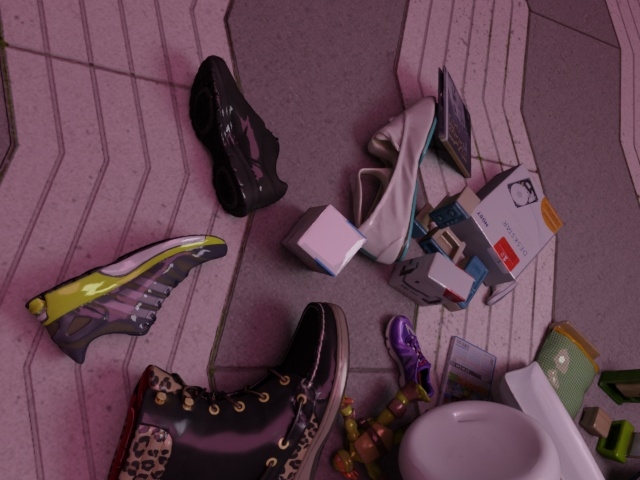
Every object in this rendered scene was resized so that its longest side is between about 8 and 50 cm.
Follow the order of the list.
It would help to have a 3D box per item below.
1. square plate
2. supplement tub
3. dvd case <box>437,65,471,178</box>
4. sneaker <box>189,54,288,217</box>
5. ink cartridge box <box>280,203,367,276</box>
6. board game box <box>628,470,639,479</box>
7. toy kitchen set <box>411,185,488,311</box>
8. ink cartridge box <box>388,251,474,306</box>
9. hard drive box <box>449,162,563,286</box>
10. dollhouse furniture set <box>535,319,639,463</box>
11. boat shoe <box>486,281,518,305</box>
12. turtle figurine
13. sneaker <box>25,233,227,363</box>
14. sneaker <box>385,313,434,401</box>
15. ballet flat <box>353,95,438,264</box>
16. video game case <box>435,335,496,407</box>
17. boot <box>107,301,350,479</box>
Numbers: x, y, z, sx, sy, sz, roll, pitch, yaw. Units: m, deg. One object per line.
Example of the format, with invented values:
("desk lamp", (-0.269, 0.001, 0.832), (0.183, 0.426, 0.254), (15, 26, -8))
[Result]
("square plate", (0.443, 0.398, 1.007), (0.347, 0.049, 0.343), (14, 48, -59))
("supplement tub", (0.254, 0.449, 0.865), (0.236, 0.236, 0.324), (-20, 111, -31))
("dvd case", (0.299, -0.254, 1.205), (0.221, 0.018, 0.164), (31, 59, -56))
("sneaker", (-0.144, -0.187, 0.979), (0.130, 0.109, 0.285), (-18, 95, -37))
("ink cartridge box", (0.000, 0.000, 0.981), (0.092, 0.143, 0.090), (42, 79, -13))
("board game box", (0.781, 0.568, 1.238), (0.244, 0.165, 0.042), (13, 32, -25))
("toy kitchen set", (0.282, 0.022, 1.104), (0.207, 0.166, 0.122), (47, 60, -10))
("ink cartridge box", (0.213, 0.080, 1.071), (0.099, 0.135, 0.056), (33, 67, -17))
("hard drive box", (0.418, -0.037, 1.240), (0.232, 0.089, 0.181), (-39, 96, -30))
("dollhouse furniture set", (0.633, 0.332, 1.220), (0.302, 0.151, 0.197), (42, 61, -12))
("boat shoe", (0.400, 0.111, 1.226), (0.100, 0.035, 0.035), (-30, 65, -27))
("turtle figurine", (0.108, 0.358, 0.965), (0.218, 0.087, 0.269), (-28, 84, -14))
("sneaker", (-0.274, 0.077, 0.839), (0.300, 0.111, 0.121), (-26, 100, -26))
("sneaker", (0.181, 0.223, 1.053), (0.068, 0.071, 0.169), (-14, 83, -31))
("ballet flat", (0.145, -0.147, 1.111), (0.139, 0.139, 0.399), (25, 67, -21))
("video game case", (0.302, 0.297, 1.131), (0.119, 0.015, 0.166), (29, 65, -20))
("boot", (-0.128, 0.244, 0.832), (0.285, 0.138, 0.376), (22, 81, -21))
